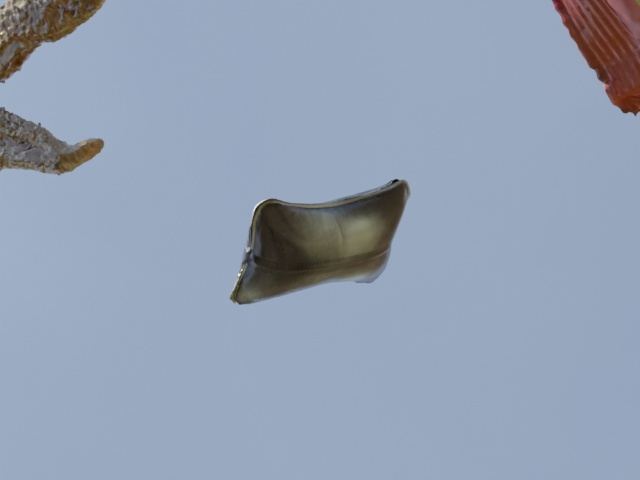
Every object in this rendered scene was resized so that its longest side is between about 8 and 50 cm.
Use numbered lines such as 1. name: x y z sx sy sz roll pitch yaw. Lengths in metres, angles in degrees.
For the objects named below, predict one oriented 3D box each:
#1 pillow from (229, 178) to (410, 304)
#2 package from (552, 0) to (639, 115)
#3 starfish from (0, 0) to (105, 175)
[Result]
1. pillow: 0.001 0.002 1.420 0.135 0.055 0.091 -11 -21 -35
2. package: 0.181 -0.219 0.931 0.288 0.223 0.108 -46 2 4
3. starfish: -0.273 -0.126 1.426 0.060 0.302 0.299 34 -116 -63
